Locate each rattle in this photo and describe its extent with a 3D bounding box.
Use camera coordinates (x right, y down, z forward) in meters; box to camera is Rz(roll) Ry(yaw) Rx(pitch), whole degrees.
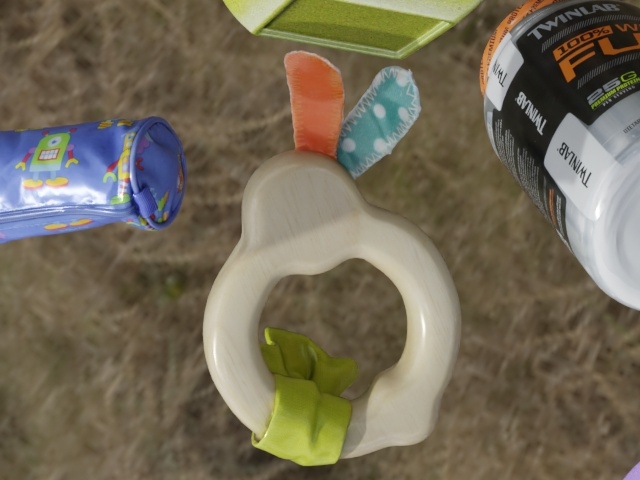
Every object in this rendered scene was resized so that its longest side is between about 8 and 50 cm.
[{"bbox_3d":[0.000,0.000,0.944,0.130,0.143,0.199,-8,100,7],"label":"rattle"}]

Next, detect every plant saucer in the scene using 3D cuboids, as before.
[{"bbox_3d":[0.026,-0.188,1.503,0.188,0.045,0.188,8,170,-16],"label":"plant saucer"}]

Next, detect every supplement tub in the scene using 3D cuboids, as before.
[{"bbox_3d":[0.263,-0.091,1.675,0.193,0.316,0.193,-9,121,-14],"label":"supplement tub"}]

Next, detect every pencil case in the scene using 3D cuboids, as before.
[{"bbox_3d":[-0.296,-0.056,2.005,0.306,0.133,0.119,-5,135,20],"label":"pencil case"}]

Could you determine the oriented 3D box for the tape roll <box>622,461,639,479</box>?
[{"bbox_3d":[0.323,0.232,1.262,0.275,0.090,0.275,2,131,3],"label":"tape roll"}]
